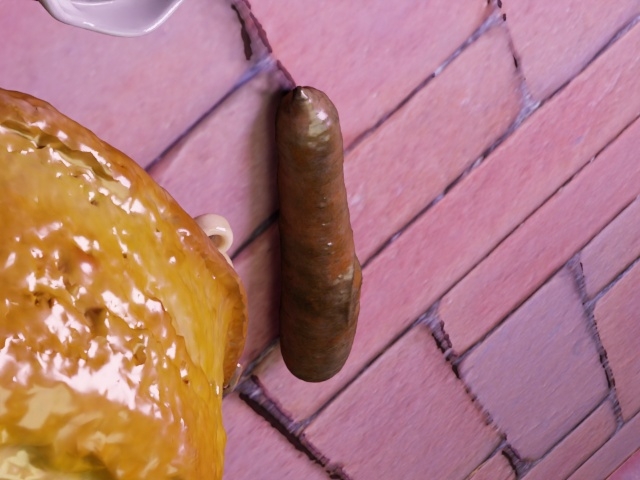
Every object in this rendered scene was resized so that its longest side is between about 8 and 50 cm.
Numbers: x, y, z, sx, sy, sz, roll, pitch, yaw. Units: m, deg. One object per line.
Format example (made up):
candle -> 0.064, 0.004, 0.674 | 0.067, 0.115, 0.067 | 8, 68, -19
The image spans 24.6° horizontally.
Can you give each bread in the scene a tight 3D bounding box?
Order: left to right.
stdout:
bread -> -0.207, 0.091, 0.689 | 0.337, 0.204, 0.358 | -22, 144, 20

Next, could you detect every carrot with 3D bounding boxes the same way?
carrot -> -0.001, -0.001, 1.099 | 0.070, 0.070, 0.342 | -32, 149, -22

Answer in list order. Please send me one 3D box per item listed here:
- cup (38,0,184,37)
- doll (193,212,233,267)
cup -> -0.112, -0.173, 0.592 | 0.300, 0.173, 0.167 | -40, 154, -8
doll -> -0.155, 0.091, 0.966 | 0.208, 0.144, 0.271 | -12, 140, -13
